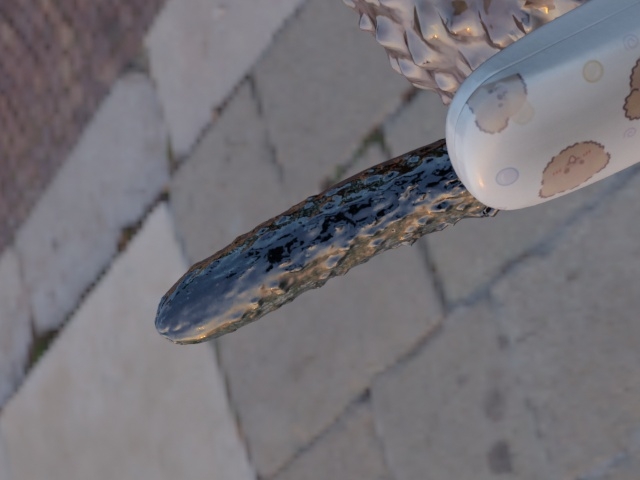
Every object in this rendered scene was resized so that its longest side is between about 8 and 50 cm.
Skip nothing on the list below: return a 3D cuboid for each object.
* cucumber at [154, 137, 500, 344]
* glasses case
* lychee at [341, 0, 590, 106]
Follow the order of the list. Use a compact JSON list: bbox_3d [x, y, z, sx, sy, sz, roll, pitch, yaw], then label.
[{"bbox_3d":[0.000,0.000,1.504,0.072,0.303,0.081,55,-163,-41],"label":"cucumber"},{"bbox_3d":[0.122,-0.065,0.709,0.041,0.164,0.063,49,161,46],"label":"glasses case"},{"bbox_3d":[0.165,-0.239,1.109,0.380,0.380,0.432,-38,68,54],"label":"lychee"}]
